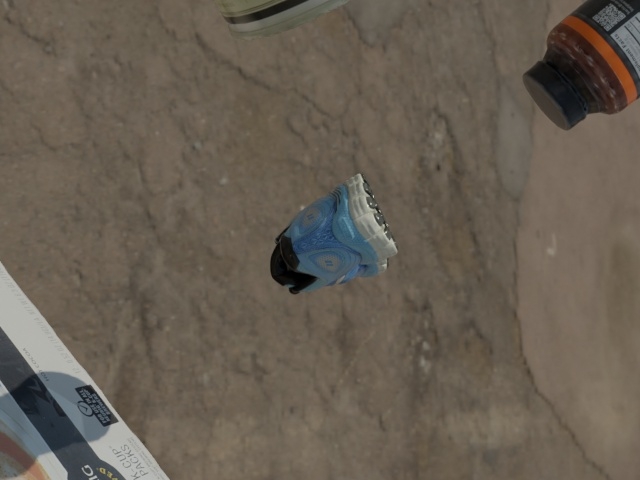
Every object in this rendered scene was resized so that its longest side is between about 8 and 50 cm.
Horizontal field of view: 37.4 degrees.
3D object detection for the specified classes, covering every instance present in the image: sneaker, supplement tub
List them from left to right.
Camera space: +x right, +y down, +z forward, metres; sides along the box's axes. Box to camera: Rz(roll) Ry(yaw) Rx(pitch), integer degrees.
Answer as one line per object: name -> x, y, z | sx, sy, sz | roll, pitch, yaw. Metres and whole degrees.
sneaker -> 0.000, 0.000, 0.587 | 0.162, 0.073, 0.063 | 83, -17, -82
supplement tub -> 0.289, -0.192, 0.895 | 0.106, 0.198, 0.106 | 51, 5, -6

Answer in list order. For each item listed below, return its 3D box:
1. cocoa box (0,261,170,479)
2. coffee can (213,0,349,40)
cocoa box -> -0.309, 0.162, 0.657 | 0.347, 0.231, 0.228 | 49, 17, 13
coffee can -> -0.045, -0.294, 0.583 | 0.275, 0.202, 0.201 | 57, 39, -25
